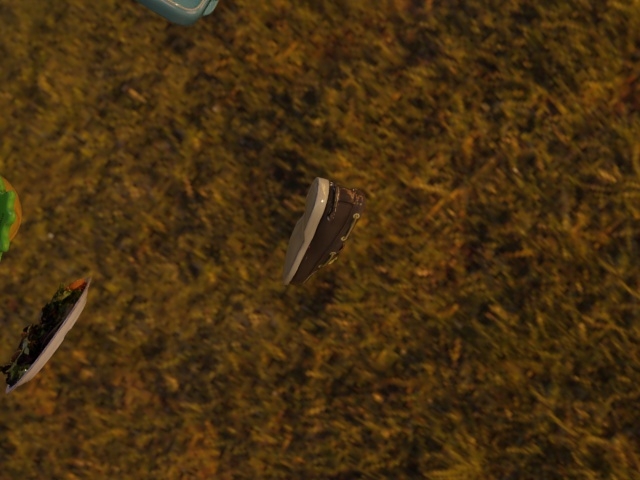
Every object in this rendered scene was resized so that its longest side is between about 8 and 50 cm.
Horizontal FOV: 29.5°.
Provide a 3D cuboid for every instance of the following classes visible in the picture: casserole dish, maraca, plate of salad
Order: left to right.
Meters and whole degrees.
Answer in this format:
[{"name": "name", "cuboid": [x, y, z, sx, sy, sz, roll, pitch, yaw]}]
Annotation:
[{"name": "maraca", "cuboid": [-0.468, -0.033, 1.714, 0.186, 0.099, 0.127, 26, 106, 54]}, {"name": "plate of salad", "cuboid": [-0.386, 0.126, 1.694, 0.200, 0.048, 0.200, -49, 14, 17]}, {"name": "casserole dish", "cuboid": [-0.216, -0.375, 1.663, 0.114, 0.188, 0.037, -64, 22, -9]}]

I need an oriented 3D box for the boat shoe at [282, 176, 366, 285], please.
[{"name": "boat shoe", "cuboid": [0.000, 0.000, 1.607, 0.227, 0.069, 0.081, 116, 162, -58]}]
